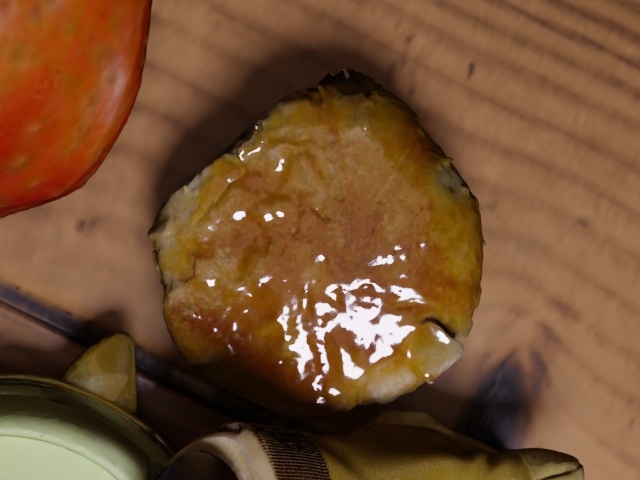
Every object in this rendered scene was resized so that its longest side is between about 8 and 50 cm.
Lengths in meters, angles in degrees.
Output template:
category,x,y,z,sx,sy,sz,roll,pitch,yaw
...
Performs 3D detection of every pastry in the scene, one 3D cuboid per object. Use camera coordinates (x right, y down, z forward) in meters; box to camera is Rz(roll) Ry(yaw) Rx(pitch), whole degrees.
category,x,y,z,sx,sy,sz,roll,pitch,yaw
pastry,0.000,0.000,0.901,0.218,0.100,0.229,14,92,-2

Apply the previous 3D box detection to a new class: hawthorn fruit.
category,x,y,z,sx,sy,sz,roll,pitch,yaw
hawthorn fruit,-0.231,-0.131,0.801,0.275,0.275,0.299,9,103,-6

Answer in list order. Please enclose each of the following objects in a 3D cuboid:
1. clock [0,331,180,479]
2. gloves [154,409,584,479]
category,x,y,z,sx,sy,sz,roll,pitch,yaw
clock,-0.199,0.229,0.865,0.286,0.117,0.348,2,89,-7
gloves,0.044,0.182,0.868,0.331,0.141,0.154,14,89,-39
